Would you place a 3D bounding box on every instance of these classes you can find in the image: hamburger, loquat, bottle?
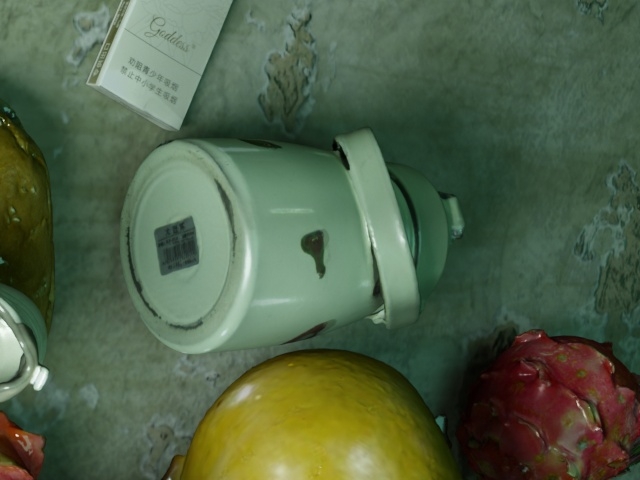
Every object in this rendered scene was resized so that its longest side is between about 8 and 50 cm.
[{"bbox_3d":[-0.341,0.003,1.393,0.265,0.134,0.284,-7,103,-36],"label":"hamburger"},{"bbox_3d":[-0.018,0.273,1.597,0.359,0.328,0.328,-14,106,-8],"label":"loquat"},{"bbox_3d":[0.000,0.000,1.628,0.352,0.229,0.229,-1,96,-41],"label":"bottle"}]

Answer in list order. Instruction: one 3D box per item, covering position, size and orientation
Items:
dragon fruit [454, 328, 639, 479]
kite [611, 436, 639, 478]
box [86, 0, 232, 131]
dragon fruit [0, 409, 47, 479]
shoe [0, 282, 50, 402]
[{"bbox_3d":[0.288,0.202,1.911,0.268,0.205,0.210,-16,98,-36],"label":"dragon fruit"},{"bbox_3d":[0.402,0.264,2.072,0.234,0.016,0.321,-32,156,-1],"label":"kite"},{"bbox_3d":[-0.149,-0.219,1.601,0.109,0.029,0.198,30,77,-39],"label":"box"},{"bbox_3d":[-0.339,0.246,1.373,0.227,0.224,0.224,-43,126,-65],"label":"dragon fruit"},{"bbox_3d":[-0.341,0.058,1.228,0.316,0.159,0.124,18,92,-28],"label":"shoe"}]
